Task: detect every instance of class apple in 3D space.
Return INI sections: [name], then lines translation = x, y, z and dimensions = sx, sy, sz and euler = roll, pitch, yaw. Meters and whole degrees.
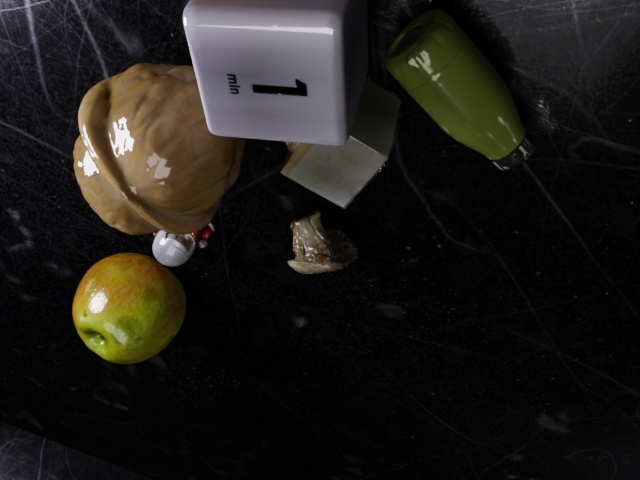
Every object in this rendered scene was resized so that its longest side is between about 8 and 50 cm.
[apple]
translation = -0.430, 0.157, 1.482
dimensions = 0.246, 0.226, 0.246
euler = 11, 137, 11

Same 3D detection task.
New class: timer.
[timer]
translation = -0.046, -0.259, 0.878
dimensions = 0.194, 0.192, 0.194
euler = 6, 139, 11

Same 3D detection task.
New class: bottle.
[bottle]
translation = 0.213, -0.206, 0.962
dimensions = 0.260, 0.112, 0.112
euler = 41, 133, -24

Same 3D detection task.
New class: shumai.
[shumai]
translation = -0.003, 0.001, 1.266
dimensions = 0.145, 0.145, 0.116
euler = -6, 96, 24

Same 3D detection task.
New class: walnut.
[walnut]
translation = -0.259, -0.145, 1.080
dimensions = 0.296, 0.285, 0.285
euler = -26, 123, 30

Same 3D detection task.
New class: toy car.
[toy car]
translation = -0.297, 0.003, 1.356
dimensions = 0.112, 0.112, 0.139
euler = 35, 135, -18

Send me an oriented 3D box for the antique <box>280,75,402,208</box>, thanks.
[antique]
translation = 0.027, -0.168, 1.037
dimensions = 0.147, 0.152, 0.147
euler = 27, 139, -13
